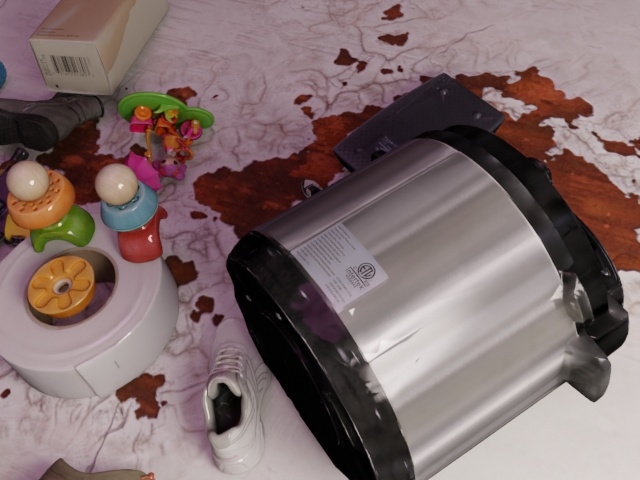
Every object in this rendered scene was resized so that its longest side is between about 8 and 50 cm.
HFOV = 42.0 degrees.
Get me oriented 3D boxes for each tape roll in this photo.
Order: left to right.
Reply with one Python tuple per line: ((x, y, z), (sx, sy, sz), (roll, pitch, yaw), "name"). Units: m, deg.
((-0.367, 0.098, 1.291), (0.286, 0.100, 0.286), (-5, 53, 7), "tape roll")

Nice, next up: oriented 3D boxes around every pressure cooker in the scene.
((0.143, 0.066, 1.029), (0.420, 0.375, 0.370), (-32, 96, -15), "pressure cooker")

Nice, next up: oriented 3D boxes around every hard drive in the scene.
((0.166, -0.167, 1.404), (0.254, 0.054, 0.172), (-36, 56, -15), "hard drive")

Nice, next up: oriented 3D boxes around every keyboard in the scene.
((-0.558, -0.037, 1.461), (0.108, 0.023, 0.180), (35, 71, 4), "keyboard")

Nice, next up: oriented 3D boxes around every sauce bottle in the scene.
((-0.574, -0.115, 1.523), (0.042, 0.042, 0.128), (12, 58, 19), "sauce bottle")

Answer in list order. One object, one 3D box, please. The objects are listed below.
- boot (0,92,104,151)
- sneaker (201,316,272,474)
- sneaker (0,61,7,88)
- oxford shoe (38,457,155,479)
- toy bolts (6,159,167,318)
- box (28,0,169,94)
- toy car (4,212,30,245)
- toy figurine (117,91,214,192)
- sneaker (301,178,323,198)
((-0.545, -0.243, 1.589), (0.246, 0.083, 0.161), (17, 37, 22), "boot")
((-0.120, 0.196, 1.158), (0.090, 0.115, 0.232), (-10, 53, 4), "sneaker")
((-0.735, -0.285, 1.660), (0.092, 0.087, 0.229), (18, 52, 30), "sneaker")
((-0.228, 0.354, 1.064), (0.348, 0.123, 0.130), (9, 51, 16), "oxford shoe")
((-0.348, -0.022, 1.212), (0.228, 0.158, 0.218), (-10, 53, 4), "toy bolts")
((-0.427, -0.428, 1.643), (0.148, 0.121, 0.311), (4, 47, 12), "box")
((-0.580, -0.006, 1.407), (0.239, 0.053, 0.225), (35, 70, 5), "toy car")
((-0.279, -0.158, 1.473), (0.173, 0.130, 0.159), (7, 67, -13), "toy figurine")
((-0.007, -0.080, 1.386), (0.032, 0.037, 0.083), (-30, 53, -8), "sneaker")
